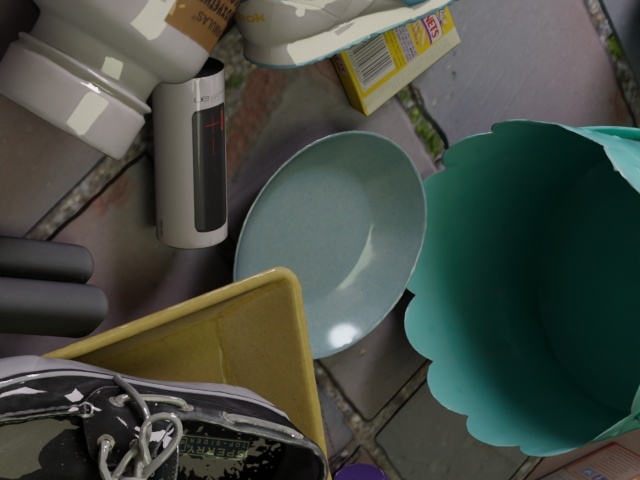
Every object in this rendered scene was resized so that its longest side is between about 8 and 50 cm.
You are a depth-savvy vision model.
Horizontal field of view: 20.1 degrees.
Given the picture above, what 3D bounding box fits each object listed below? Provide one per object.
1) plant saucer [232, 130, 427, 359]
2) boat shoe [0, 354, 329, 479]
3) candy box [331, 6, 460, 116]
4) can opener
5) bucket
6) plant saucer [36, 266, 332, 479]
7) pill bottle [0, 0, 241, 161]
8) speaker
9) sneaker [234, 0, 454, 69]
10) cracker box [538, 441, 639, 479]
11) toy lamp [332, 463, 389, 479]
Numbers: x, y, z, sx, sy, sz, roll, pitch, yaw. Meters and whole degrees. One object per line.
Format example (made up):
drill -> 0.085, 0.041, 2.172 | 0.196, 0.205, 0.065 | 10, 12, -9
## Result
plant saucer -> 0.000, 0.000, 1.447 | 0.195, 0.037, 0.195 | -18, 121, -34
boat shoe -> -0.134, 0.152, 1.241 | 0.306, 0.105, 0.113 | 12, 96, -36
candy box -> 0.035, -0.204, 1.387 | 0.105, 0.027, 0.206 | -40, 131, -18
can opener -> -0.277, 0.032, 1.222 | 0.280, 0.074, 0.093 | 3, 142, -39
bucket -> 0.222, 0.035, 1.499 | 0.183, 0.281, 0.281 | -2, 111, -46
plant saucer -> -0.151, 0.209, 1.361 | 0.333, 0.081, 0.333 | -20, 115, -28
pill bottle -> -0.118, -0.175, 1.201 | 0.131, 0.131, 0.229 | 31, 89, -44
speaker -> -0.096, -0.066, 1.324 | 0.055, 0.055, 0.136 | -17, 119, -34
sneaker -> 0.038, -0.208, 1.311 | 0.228, 0.087, 0.092 | -30, 125, -24
cracker box -> 0.226, 0.313, 1.765 | 0.232, 0.067, 0.156 | -20, 121, -33
toy lamp -> 0.039, 0.322, 1.606 | 0.080, 0.080, 0.275 | -20, 122, -32
